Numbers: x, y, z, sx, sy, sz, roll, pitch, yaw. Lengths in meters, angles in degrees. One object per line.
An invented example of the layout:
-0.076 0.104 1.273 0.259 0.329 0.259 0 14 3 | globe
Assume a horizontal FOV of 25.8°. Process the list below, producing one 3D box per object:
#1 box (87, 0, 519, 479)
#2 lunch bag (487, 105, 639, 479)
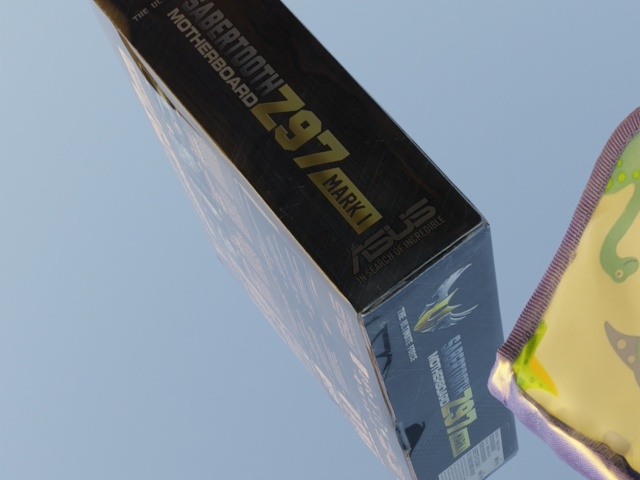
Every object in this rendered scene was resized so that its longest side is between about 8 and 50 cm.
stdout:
0.000 0.000 0.576 0.059 0.232 0.183 -36 -119 -10 | box
0.127 0.014 0.297 0.151 0.096 0.129 -44 -135 -5 | lunch bag
